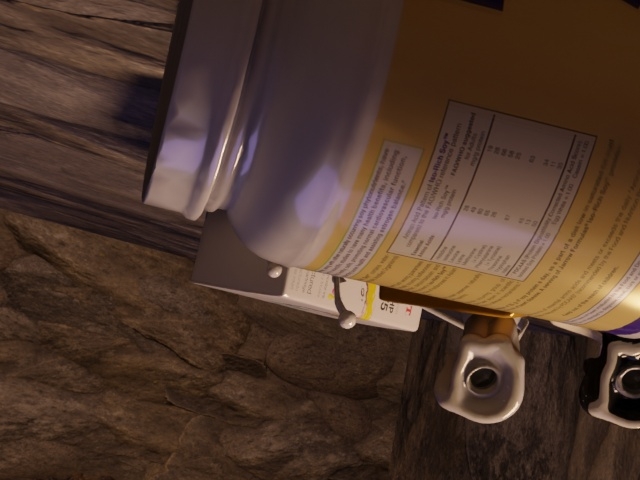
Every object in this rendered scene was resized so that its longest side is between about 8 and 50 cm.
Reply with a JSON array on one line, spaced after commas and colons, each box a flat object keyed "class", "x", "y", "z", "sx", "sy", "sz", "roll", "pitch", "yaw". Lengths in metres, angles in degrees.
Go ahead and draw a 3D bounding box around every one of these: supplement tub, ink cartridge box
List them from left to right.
[{"class": "ink cartridge box", "x": 0.000, "y": 0.000, "z": 1.560, "sx": 0.270, "sy": 0.198, "sz": 0.197, "roll": 17, "pitch": 172, "yaw": -43}, {"class": "supplement tub", "x": 0.079, "y": -0.085, "z": 0.654, "sx": 0.331, "sy": 0.241, "sz": 0.241, "roll": 12, "pitch": 173, "yaw": -12}]

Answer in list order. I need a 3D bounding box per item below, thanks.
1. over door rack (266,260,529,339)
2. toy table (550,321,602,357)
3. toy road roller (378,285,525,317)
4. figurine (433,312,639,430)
[{"class": "over door rack", "x": 0.105, "y": 0.004, "z": 1.245, "sx": 0.324, "sy": 0.108, "sz": 0.239, "roll": 19, "pitch": 135, "yaw": 3}, {"class": "toy table", "x": 0.474, "y": 0.115, "z": 1.635, "sx": 0.252, "sy": 0.161, "sz": 0.274, "roll": -10, "pitch": 139, "yaw": -5}, {"class": "toy road roller", "x": 0.224, "y": -0.033, "z": 1.052, "sx": 0.329, "sy": 0.203, "sz": 0.240, "roll": 6, "pitch": -178, "yaw": 31}, {"class": "figurine", "x": 0.225, "y": 0.094, "z": 1.080, "sx": 0.214, "sy": 0.092, "sz": 0.209, "roll": 0, "pitch": -161, "yaw": 12}]
